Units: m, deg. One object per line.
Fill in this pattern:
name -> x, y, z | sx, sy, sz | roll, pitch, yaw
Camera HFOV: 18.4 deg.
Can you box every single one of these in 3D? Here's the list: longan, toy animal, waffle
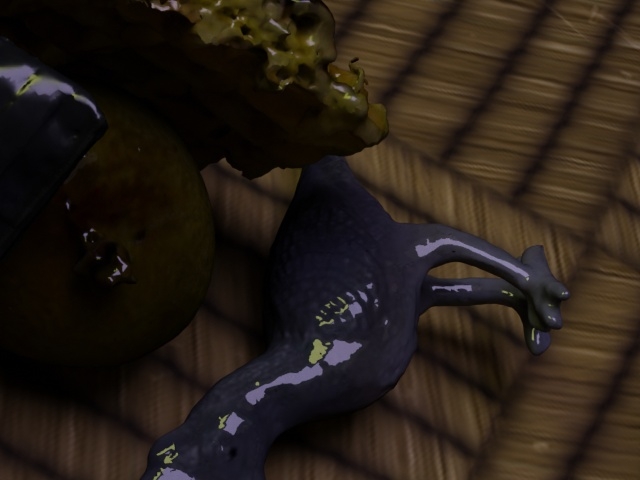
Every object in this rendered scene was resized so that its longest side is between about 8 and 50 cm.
longan -> -0.124, -0.008, 0.974 | 0.155, 0.145, 0.176 | 11, 7, -21
toy animal -> 0.032, 0.017, 1.069 | 0.206, 0.081, 0.367 | 9, 46, 6
waffle -> -0.120, -0.121, 0.991 | 0.307, 0.312, 0.060 | 15, 74, 24

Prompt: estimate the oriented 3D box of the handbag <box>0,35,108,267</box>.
handbag -> -0.239, -0.017, 0.901 | 0.211, 0.254, 0.089 | 40, 10, 12
